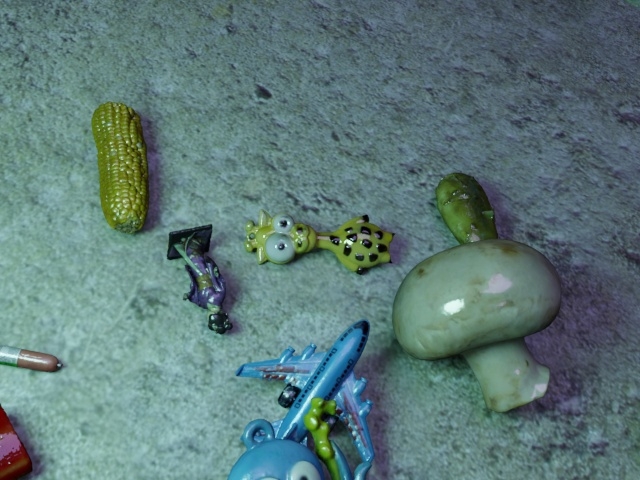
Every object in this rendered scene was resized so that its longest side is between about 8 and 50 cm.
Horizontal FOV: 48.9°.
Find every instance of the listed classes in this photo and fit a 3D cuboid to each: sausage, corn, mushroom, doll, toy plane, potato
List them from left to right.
[{"bbox_3d":[-0.514,0.174,1.093,0.223,0.029,0.029,12,50,-7],"label":"sausage"},{"bbox_3d":[-0.378,-0.139,1.344,0.102,0.102,0.312,-4,58,-19],"label":"corn"},{"bbox_3d":[-0.050,0.411,0.957,0.346,0.099,0.341,-14,73,-26],"label":"doll"},{"bbox_3d":[0.000,0.000,1.347,0.291,0.086,0.117,6,81,-10],"label":"doll"},{"bbox_3d":[0.001,0.241,1.132,0.254,0.105,0.271,33,65,10],"label":"toy plane"},{"bbox_3d":[0.310,-0.053,1.474,0.118,0.090,0.225,0,51,-16],"label":"potato"},{"bbox_3d":[0.278,0.148,1.206,0.298,0.297,0.289,-15,82,-26],"label":"mushroom"}]

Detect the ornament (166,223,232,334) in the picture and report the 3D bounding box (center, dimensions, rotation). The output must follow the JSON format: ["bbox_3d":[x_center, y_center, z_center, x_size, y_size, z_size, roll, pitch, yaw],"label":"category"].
[{"bbox_3d":[-0.211,0.074,1.227,0.081,0.088,0.203,-7,56,-20],"label":"ornament"}]

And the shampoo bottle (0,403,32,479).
[{"bbox_3d":[-0.551,0.333,0.925,0.314,0.076,0.118,-25,65,-31],"label":"shampoo bottle"}]
